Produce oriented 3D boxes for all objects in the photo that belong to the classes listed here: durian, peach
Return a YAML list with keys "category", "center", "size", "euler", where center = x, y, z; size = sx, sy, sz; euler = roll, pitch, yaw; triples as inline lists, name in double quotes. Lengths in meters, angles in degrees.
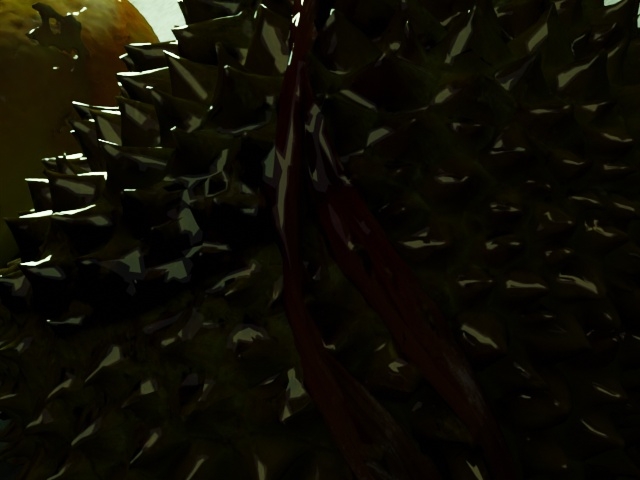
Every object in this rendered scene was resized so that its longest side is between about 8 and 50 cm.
- category: "durian"
  center: [0.014, 0.024, 0.775]
  size: [0.384, 0.348, 0.347]
  euler: [-52, 19, 38]
- category: "peach"
  center: [-0.261, -0.048, 1.196]
  size: [0.373, 0.290, 0.372]
  euler: [-21, 65, 56]
